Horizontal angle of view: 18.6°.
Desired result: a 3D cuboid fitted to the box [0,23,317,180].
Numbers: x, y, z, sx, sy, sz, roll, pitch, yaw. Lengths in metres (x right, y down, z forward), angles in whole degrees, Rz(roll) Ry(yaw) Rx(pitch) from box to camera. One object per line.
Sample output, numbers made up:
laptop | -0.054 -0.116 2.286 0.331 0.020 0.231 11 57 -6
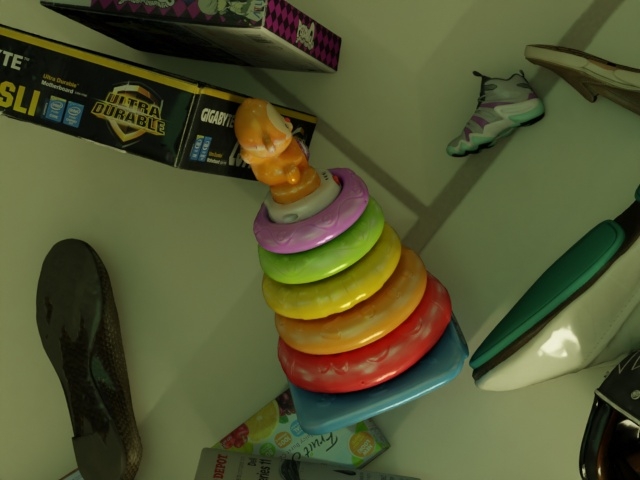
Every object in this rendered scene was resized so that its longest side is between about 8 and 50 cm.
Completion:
box | -0.172 -0.123 1.739 0.257 0.322 0.079 19 94 17

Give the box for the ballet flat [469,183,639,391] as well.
ballet flat | 0.300 0.009 1.702 0.139 0.139 0.400 43 99 14

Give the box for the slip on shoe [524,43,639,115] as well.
slip on shoe | 0.246 -0.144 1.759 0.135 0.051 0.041 16 104 11

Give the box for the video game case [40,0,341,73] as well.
video game case | -0.112 -0.198 1.771 0.210 0.232 0.041 8 88 18

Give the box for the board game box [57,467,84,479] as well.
board game box | -0.302 0.347 1.910 0.281 0.027 0.145 -32 78 13

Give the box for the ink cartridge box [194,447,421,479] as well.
ink cartridge box | -0.018 0.261 1.729 0.208 0.153 0.086 8 106 -1

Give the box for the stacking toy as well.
stacking toy | 0.000 0.000 1.689 0.166 0.175 0.301 -24 119 3

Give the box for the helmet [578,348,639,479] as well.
helmet | 0.309 0.164 1.657 0.169 0.169 0.161 18 114 17

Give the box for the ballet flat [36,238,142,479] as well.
ballet flat | -0.216 0.120 1.886 0.084 0.058 0.249 -21 76 27

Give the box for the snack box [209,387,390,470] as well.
snack box | -0.020 0.195 1.826 0.141 0.037 0.100 -39 79 12

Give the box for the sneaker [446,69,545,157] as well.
sneaker | 0.150 -0.123 1.792 0.098 0.038 0.069 -27 79 4
